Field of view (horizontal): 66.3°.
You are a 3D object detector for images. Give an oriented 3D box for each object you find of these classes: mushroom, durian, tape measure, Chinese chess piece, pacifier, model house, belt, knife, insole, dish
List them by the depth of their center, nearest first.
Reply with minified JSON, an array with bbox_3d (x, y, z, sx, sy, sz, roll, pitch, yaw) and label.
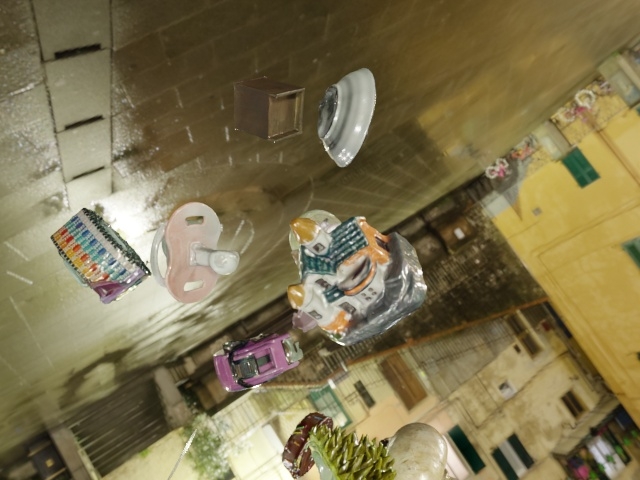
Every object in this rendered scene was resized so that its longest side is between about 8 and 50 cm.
[{"bbox_3d":[0.043,0.483,0.935,0.198,0.163,0.394,-59,-161,3],"label":"durian"},{"bbox_3d":[0.038,0.066,1.082,0.271,0.190,0.301,-32,128,26],"label":"model house"},{"bbox_3d":[0.250,0.551,1.201,0.253,0.195,0.189,17,87,-72],"label":"mushroom"},{"bbox_3d":[-0.622,0.056,1.384,0.160,0.295,0.207,-43,167,-10],"label":"belt"},{"bbox_3d":[-0.206,0.365,1.528,0.245,0.149,0.231,-17,180,-29],"label":"tape measure"},{"bbox_3d":[0.060,-0.396,1.551,0.106,0.316,0.316,9,155,-19],"label":"dish"},{"bbox_3d":[-0.393,0.044,1.580,0.273,0.332,0.220,3,-172,-4],"label":"pacifier"},{"bbox_3d":[0.003,0.128,1.693,0.038,0.132,0.399,-153,-98,-80],"label":"knife"},{"bbox_3d":[-0.495,0.769,1.755,0.197,0.004,0.065,-62,173,-11],"label":"insole"},{"bbox_3d":[0.000,0.000,1.797,0.237,0.238,0.092,-25,174,-44],"label":"Chinese chess piece"}]

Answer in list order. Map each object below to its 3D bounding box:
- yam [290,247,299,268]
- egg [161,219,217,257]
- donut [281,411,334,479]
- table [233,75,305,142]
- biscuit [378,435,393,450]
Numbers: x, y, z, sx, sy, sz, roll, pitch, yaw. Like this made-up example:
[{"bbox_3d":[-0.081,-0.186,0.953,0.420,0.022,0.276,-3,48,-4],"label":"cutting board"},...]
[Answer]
[{"bbox_3d":[-0.040,0.076,1.326,0.032,0.032,0.145,-33,128,-4],"label":"yam"},{"bbox_3d":[-0.478,0.020,1.800,0.183,0.183,0.264,-29,-149,-30],"label":"egg"},{"bbox_3d":[-0.047,0.684,1.650,0.235,0.089,0.235,-46,151,-35],"label":"donut"},{"bbox_3d":[-0.175,-0.464,1.722,0.172,0.193,0.169,-32,136,-46],"label":"table"},{"bbox_3d":[0.293,0.694,1.683,0.219,0.055,0.061,10,140,-38],"label":"biscuit"}]
